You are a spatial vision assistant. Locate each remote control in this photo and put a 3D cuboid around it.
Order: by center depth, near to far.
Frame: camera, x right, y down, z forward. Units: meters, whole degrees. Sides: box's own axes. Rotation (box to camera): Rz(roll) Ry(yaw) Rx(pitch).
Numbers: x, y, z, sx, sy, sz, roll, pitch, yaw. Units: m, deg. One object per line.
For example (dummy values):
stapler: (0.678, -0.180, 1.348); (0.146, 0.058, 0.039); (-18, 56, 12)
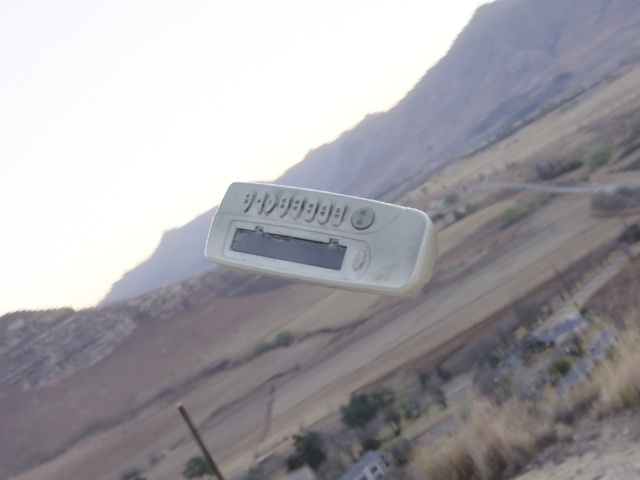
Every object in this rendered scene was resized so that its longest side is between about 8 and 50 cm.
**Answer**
remote control: (-0.001, 0.000, 0.854); (0.230, 0.090, 0.049); (10, -14, 28)
